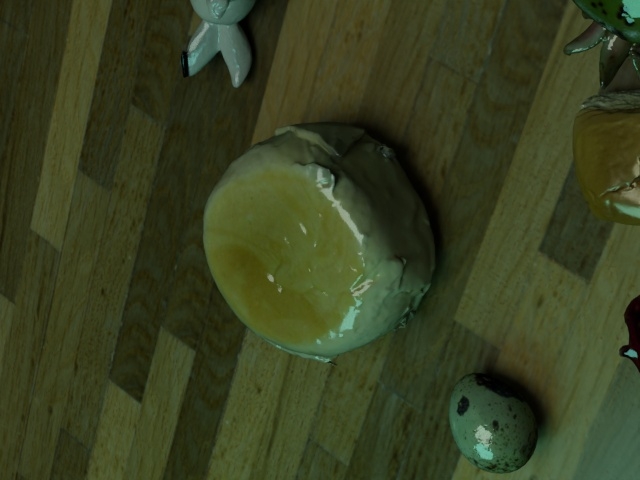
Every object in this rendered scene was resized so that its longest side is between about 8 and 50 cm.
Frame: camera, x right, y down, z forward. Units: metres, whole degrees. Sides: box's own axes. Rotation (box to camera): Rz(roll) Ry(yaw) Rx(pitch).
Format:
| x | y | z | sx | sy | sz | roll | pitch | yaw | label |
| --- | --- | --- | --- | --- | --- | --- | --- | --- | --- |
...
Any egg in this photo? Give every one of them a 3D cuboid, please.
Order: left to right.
| x | y | z | sx | sy | sz | roll | pitch | yaw | label |
| --- | --- | --- | --- | --- | --- | --- | --- | --- | --- |
| 0.175 | 0.185 | 1.595 | 0.085 | 0.085 | 0.110 | -45 | 58 | 40 | egg |

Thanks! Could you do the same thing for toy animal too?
| x | y | z | sx | sy | sz | roll | pitch | yaw | label |
| --- | --- | --- | --- | --- | --- | --- | --- | --- | --- |
| -0.121 | -0.260 | 1.681 | 0.131 | 0.127 | 0.181 | 19 | 163 | 1 | toy animal |

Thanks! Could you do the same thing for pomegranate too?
| x | y | z | sx | sy | sz | roll | pitch | yaw | label |
| --- | --- | --- | --- | --- | --- | --- | --- | --- | --- |
| 0.278 | -0.231 | 1.323 | 0.181 | 0.181 | 0.224 | 47 | 151 | 18 | pomegranate |

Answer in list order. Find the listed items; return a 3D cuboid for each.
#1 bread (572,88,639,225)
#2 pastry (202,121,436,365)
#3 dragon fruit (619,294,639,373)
| x | y | z | sx | sy | sz | roll | pitch | yaw | label |
| --- | --- | --- | --- | --- | --- | --- | --- | --- | --- |
| 0.284 | -0.071 | 1.416 | 0.106 | 0.082 | 0.125 | -1 | 106 | 34 | bread |
| -0.001 | 0.002 | 1.648 | 0.265 | 0.133 | 0.264 | 15 | 114 | 35 | pastry |
| 0.448 | 0.177 | 1.364 | 0.329 | 0.228 | 0.286 | 66 | 168 | -24 | dragon fruit |
